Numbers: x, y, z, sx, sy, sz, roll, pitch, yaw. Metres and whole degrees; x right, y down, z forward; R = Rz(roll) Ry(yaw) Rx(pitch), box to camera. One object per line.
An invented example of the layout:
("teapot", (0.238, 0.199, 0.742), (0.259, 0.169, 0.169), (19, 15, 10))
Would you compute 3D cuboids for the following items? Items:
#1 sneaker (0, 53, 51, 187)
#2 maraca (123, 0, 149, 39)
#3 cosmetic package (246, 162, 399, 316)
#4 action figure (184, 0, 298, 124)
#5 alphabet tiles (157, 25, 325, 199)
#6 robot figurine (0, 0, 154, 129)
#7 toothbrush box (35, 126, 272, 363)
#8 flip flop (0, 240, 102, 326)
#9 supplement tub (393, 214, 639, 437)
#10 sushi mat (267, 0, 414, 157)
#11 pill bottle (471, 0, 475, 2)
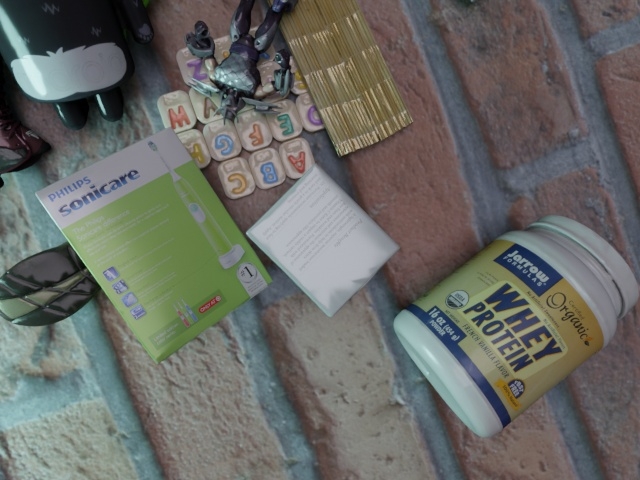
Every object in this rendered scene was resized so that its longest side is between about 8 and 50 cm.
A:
("sneaker", (-0.507, -0.215, 0.704), (0.162, 0.106, 0.282), (21, 95, -14))
("maraca", (-0.340, -0.414, 0.713), (0.127, 0.099, 0.186), (36, 111, -2))
("cosmetic package", (0.000, 0.000, 0.714), (0.151, 0.151, 0.184), (-44, 93, -3))
("action figure", (-0.117, -0.325, 0.706), (0.185, 0.099, 0.285), (18, 95, -8))
("alphabet tiles", (-0.130, -0.226, 0.768), (0.283, 0.021, 0.278), (-19, 92, -5))
("robot figurine", (-0.382, -0.312, 0.638), (0.173, 0.209, 0.278), (15, 133, 28))
("toothbrush box", (-0.244, 0.007, 0.674), (0.206, 0.122, 0.283), (-36, 98, -23))
("flip flop", (-0.389, 0.031, 0.720), (0.277, 0.080, 0.112), (-46, 105, -20))
("supplement tub", (0.304, 0.127, 0.705), (0.316, 0.228, 0.228), (-37, 93, -4))
("sushi mat", (0.035, -0.315, 0.770), (0.151, 0.019, 0.317), (-25, 90, -11))
("pill bottle", (0.238, -0.531, 0.752), (0.119, 0.119, 0.209), (-40, 93, -4))
